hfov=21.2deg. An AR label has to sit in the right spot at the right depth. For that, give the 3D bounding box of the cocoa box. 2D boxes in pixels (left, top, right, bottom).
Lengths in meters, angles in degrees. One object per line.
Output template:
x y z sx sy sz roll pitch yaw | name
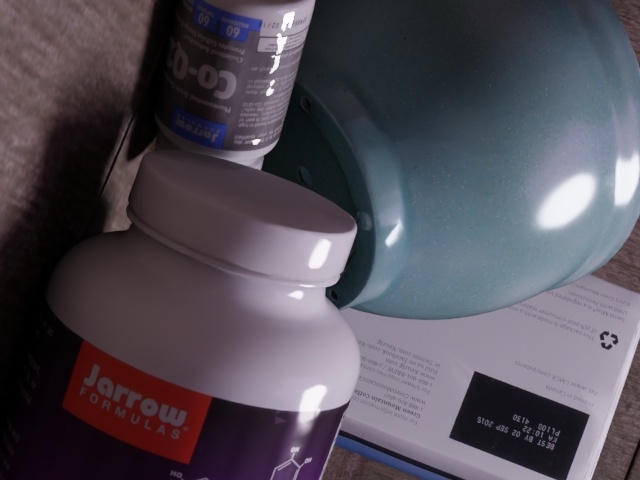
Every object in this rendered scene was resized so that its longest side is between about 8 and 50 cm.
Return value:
0.130 0.124 1.760 0.228 0.347 0.231 81 31 -74 | cocoa box

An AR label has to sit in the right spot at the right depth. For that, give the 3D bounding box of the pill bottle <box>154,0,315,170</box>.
-0.055 -0.095 1.003 0.078 0.078 0.137 -55 163 -57 | pill bottle

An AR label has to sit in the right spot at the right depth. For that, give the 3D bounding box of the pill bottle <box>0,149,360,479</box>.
-0.090 0.121 0.967 0.181 0.182 0.323 -36 146 -74 | pill bottle

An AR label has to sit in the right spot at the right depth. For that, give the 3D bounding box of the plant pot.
0.043 -0.066 1.143 0.196 0.293 0.293 -27 146 -35 | plant pot
